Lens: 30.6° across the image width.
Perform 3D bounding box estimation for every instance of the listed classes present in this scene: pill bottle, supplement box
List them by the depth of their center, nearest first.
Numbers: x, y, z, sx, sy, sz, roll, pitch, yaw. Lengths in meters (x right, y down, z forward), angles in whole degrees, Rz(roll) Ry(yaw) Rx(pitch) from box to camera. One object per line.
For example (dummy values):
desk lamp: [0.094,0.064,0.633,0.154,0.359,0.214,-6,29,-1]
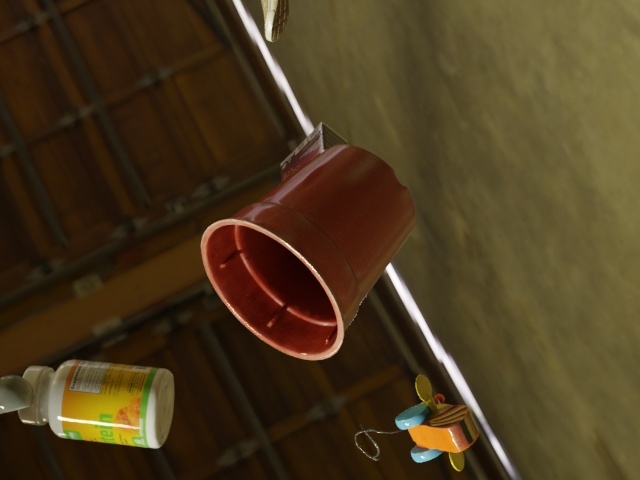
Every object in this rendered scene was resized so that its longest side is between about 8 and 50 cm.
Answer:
pill bottle: [-0.384,0.277,2.008,0.136,0.245,0.136,5,-90,-84]
supplement box: [-0.010,-0.113,2.220,0.073,0.130,0.239,36,-157,-22]

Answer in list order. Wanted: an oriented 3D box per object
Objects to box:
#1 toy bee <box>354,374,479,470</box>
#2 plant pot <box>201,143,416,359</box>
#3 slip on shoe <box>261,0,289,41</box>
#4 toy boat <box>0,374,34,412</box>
toy bee: [0.216,0.348,2.315,0.298,0.162,0.195,14,126,45]
plant pot: [0.000,0.000,1.852,0.272,0.265,0.272,28,144,23]
slip on shoe: [-0.082,-0.406,1.979,0.041,0.051,0.135,20,120,27]
toy boat: [-0.570,0.186,1.854,0.318,0.148,0.267,44,135,46]
